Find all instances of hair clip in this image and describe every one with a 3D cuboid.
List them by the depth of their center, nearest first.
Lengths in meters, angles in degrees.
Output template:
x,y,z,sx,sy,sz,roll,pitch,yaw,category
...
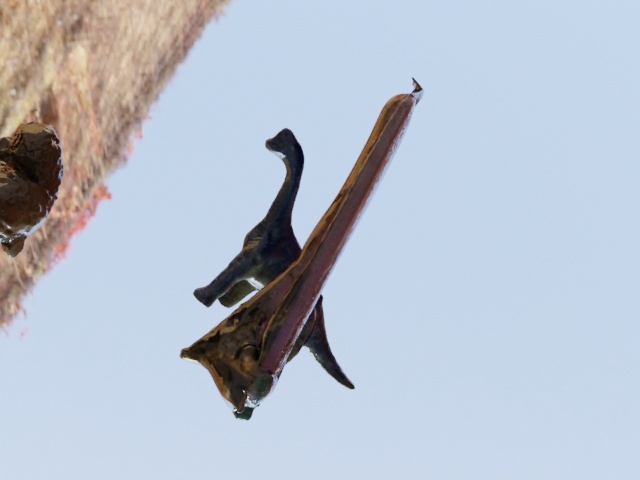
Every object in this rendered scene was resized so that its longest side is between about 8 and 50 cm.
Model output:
x,y,z,sx,sy,sz,roll,pitch,yaw,category
0.000,0.000,1.060,0.096,0.110,0.358,33,-95,36,hair clip

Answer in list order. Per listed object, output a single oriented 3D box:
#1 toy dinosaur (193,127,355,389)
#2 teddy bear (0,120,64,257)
x,y,z,sx,sy,sz,roll,pitch,yaw,category
-0.012,0.029,1.156,0.248,0.075,0.188,42,-73,-16,toy dinosaur
-0.402,-0.056,1.328,0.190,0.140,0.177,10,-148,34,teddy bear
